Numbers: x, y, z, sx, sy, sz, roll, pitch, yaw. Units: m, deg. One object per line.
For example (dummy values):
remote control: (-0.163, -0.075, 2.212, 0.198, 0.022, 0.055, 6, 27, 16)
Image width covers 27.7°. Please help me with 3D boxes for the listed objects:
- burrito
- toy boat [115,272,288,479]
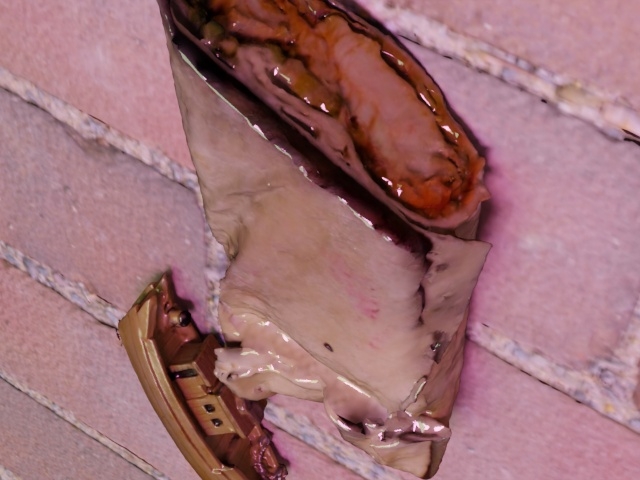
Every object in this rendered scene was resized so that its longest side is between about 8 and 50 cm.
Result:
burrito: (0.012, 0.002, 0.723, 0.175, 0.107, 0.347, 11, 138, 15)
toy boat: (-0.082, 0.117, 0.964, 0.072, 0.064, 0.206, -9, 121, 31)
